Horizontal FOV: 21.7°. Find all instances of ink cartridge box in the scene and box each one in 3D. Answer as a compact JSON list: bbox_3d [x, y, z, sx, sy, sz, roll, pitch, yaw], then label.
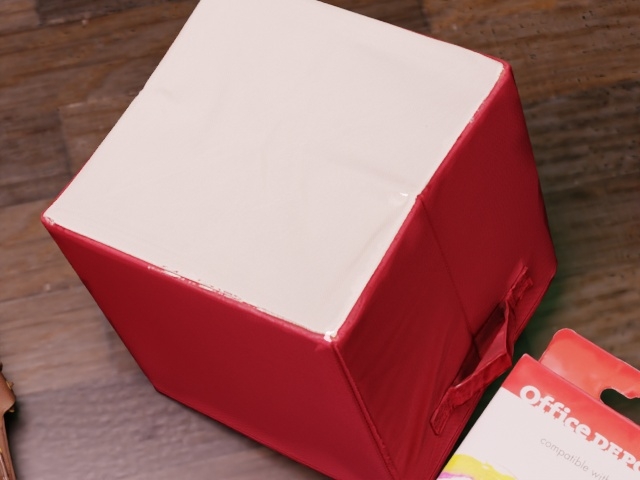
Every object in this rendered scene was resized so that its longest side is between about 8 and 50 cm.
[{"bbox_3d":[0.126,0.159,0.902,0.134,0.078,0.231,32,74,14],"label":"ink cartridge box"}]

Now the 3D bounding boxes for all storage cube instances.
[{"bbox_3d":[0.000,0.000,0.911,0.215,0.193,0.183,22,66,28],"label":"storage cube"}]

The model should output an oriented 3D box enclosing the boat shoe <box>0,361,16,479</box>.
[{"bbox_3d":[-0.210,0.093,0.965,0.060,0.064,0.178,4,64,-35],"label":"boat shoe"}]
